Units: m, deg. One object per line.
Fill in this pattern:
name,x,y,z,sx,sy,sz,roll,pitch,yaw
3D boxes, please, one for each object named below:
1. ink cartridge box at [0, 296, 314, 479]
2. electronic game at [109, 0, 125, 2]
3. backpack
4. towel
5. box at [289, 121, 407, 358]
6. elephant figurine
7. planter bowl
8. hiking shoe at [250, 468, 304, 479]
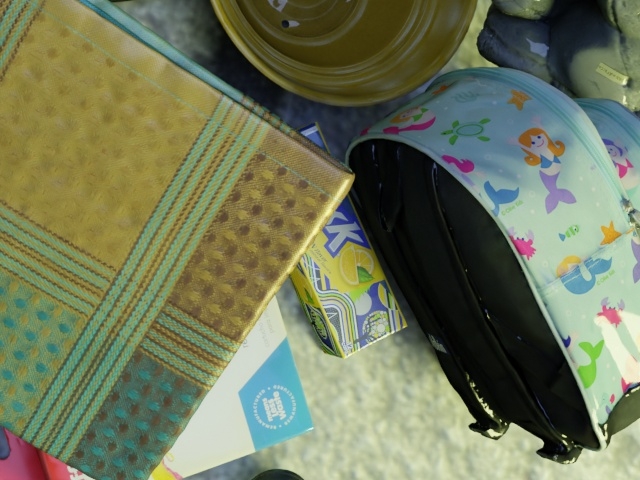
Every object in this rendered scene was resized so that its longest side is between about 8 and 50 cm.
ink cartridge box,-0.137,0.105,0.812,0.231,0.078,0.134,-18,94,-15
electronic game,-0.160,-0.285,0.831,0.229,0.048,0.229,1,88,-17
backpack,0.140,-0.001,0.813,0.191,0.225,0.253,-40,106,-14
towel,-0.202,-0.035,0.704,0.370,0.040,0.271,32,102,-11
box,0.000,0.000,0.867,0.059,0.054,0.168,-26,95,-16
elephant figurine,0.235,-0.207,0.890,0.239,0.169,0.186,-44,142,-46
planter bowl,0.003,-0.203,0.850,0.217,0.090,0.217,-1,92,-22
hiking shoe,-0.042,0.277,0.816,0.086,0.114,0.226,17,84,-16
